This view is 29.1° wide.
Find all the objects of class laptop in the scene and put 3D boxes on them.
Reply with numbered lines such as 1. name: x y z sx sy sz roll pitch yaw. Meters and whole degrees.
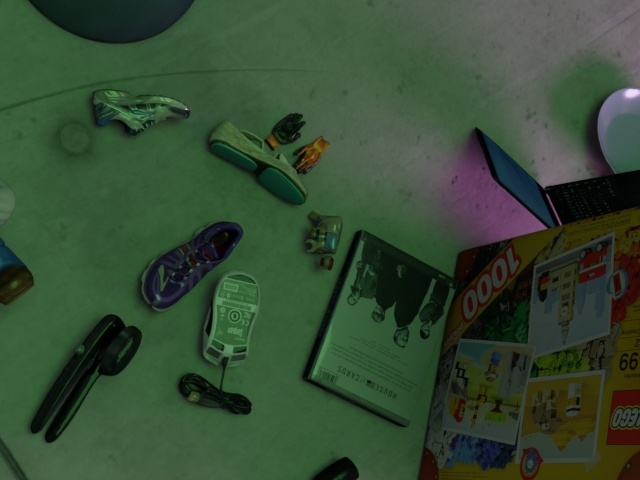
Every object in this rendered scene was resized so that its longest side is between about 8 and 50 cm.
1. laptop: 0.384 -0.098 1.856 0.264 0.234 0.137 -10 113 5

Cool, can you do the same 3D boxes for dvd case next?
1. dvd case: 0.091 0.129 1.805 0.179 0.029 0.239 28 71 -20

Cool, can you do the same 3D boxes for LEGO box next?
1. LEGO box: 0.368 0.178 1.671 0.193 0.500 0.373 18 73 -23

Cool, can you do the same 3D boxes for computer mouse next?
1. computer mouse: -0.127 0.136 1.691 0.106 0.042 0.193 15 81 -19

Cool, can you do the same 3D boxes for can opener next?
1. can opener: -0.308 0.175 1.585 0.059 0.073 0.186 46 74 -22

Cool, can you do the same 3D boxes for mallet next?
1. mallet: 0.062 0.393 1.746 0.062 0.039 0.190 -39 104 -23

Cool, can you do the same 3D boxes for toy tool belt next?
1. toy tool belt: 0.000 0.000 1.777 0.051 0.052 0.083 12 71 8

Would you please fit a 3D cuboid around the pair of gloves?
1. pair of gloves: -0.034 -0.141 1.799 0.083 0.010 0.074 46 66 -10

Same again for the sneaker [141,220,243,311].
1. sneaker: -0.173 0.026 1.668 0.170 0.071 0.068 -45 102 -24

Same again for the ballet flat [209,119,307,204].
1. ballet flat: -0.079 -0.114 1.748 0.168 0.057 0.052 34 59 -18

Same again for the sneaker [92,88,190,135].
1. sneaker: -0.245 -0.170 1.683 0.135 0.052 0.058 4 90 -18

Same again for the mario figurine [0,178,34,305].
1. mario figurine: -0.489 -0.039 1.469 0.198 0.170 0.321 -38 100 -24

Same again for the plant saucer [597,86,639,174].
1. plant saucer: 0.533 -0.161 2.060 0.194 0.037 0.195 8 70 -23

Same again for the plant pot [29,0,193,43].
1. plant pot: -0.256 -0.430 1.633 0.290 0.195 0.290 5 79 -26
